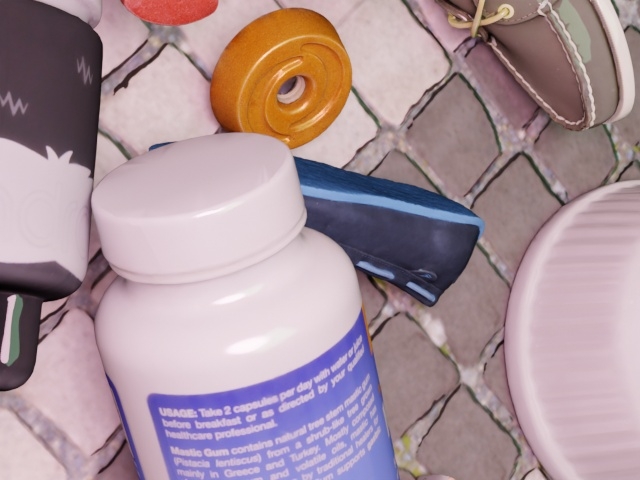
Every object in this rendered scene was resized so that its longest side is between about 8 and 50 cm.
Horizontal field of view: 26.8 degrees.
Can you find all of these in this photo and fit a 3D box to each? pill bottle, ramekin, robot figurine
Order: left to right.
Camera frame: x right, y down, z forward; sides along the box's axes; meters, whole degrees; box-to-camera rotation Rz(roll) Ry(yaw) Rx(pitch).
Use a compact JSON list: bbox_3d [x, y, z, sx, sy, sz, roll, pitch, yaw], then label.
[{"bbox_3d":[-0.210,-0.059,0.736,0.173,0.209,0.278,4,81,-11],"label":"robot figurine"},{"bbox_3d":[-0.042,0.083,0.772,0.152,0.152,0.272,-27,119,-30],"label":"pill bottle"},{"bbox_3d":[0.282,0.081,1.018,0.273,0.127,0.273,4,82,-29],"label":"ramekin"}]

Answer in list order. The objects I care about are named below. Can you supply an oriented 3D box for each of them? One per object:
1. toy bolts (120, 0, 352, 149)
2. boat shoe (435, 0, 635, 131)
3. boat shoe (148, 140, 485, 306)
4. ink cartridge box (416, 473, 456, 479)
[{"bbox_3d":[-0.070,-0.191,0.883,0.228,0.158,0.218,4,121,-39],"label":"toy bolts"},{"bbox_3d":[0.117,-0.202,0.978,0.091,0.109,0.305,-35,94,-28],"label":"boat shoe"},{"bbox_3d":[0.000,0.000,0.881,0.258,0.109,0.089,13,104,-28],"label":"boat shoe"},{"bbox_3d":[0.108,0.273,0.941,0.179,0.045,0.145,39,67,-17],"label":"ink cartridge box"}]
